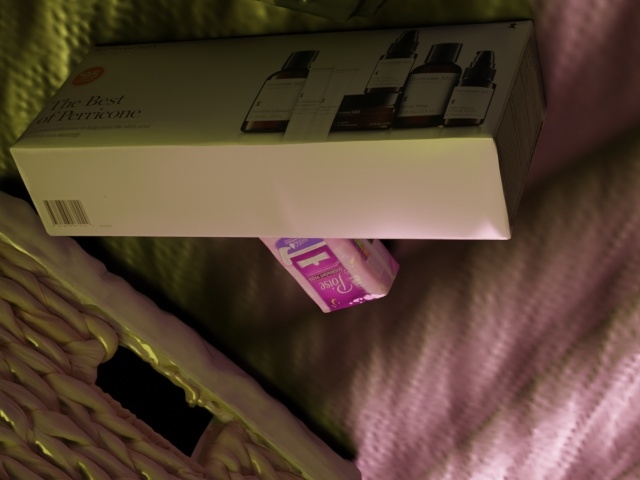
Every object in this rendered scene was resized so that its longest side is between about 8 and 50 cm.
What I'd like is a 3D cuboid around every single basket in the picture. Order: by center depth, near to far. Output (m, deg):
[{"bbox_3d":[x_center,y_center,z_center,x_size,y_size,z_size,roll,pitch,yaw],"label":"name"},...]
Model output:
[{"bbox_3d":[-0.216,0.208,0.786,0.328,0.266,0.331,41,135,-17],"label":"basket"}]

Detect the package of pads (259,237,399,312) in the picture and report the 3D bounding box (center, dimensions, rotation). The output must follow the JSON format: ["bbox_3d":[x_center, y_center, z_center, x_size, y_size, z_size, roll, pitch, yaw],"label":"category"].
[{"bbox_3d":[0.000,0.000,0.666,0.050,0.032,0.083,-19,121,38],"label":"package of pads"}]

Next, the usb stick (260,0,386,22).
[{"bbox_3d":[-0.103,-0.147,0.513,0.278,0.045,0.077,13,166,-9],"label":"usb stick"}]

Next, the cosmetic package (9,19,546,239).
[{"bbox_3d":[-0.020,-0.053,0.580,0.239,0.099,0.060,0,128,22],"label":"cosmetic package"}]
